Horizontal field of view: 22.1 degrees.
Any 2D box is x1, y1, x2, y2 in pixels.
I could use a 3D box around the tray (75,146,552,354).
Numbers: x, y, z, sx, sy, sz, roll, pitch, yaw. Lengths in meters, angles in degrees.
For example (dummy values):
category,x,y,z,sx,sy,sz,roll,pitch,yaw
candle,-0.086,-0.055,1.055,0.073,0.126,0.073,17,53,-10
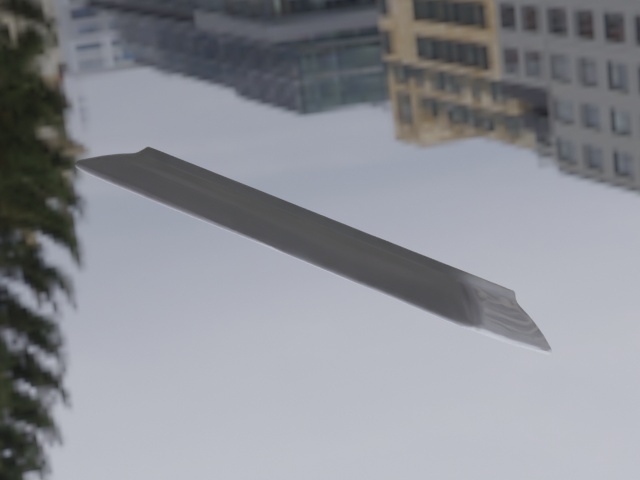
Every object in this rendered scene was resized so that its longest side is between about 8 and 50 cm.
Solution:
category,x,y,z,sx,sy,sz,roll,pitch,yaw
tray,0.000,0.000,0.953,0.270,0.030,0.145,22,-178,26
